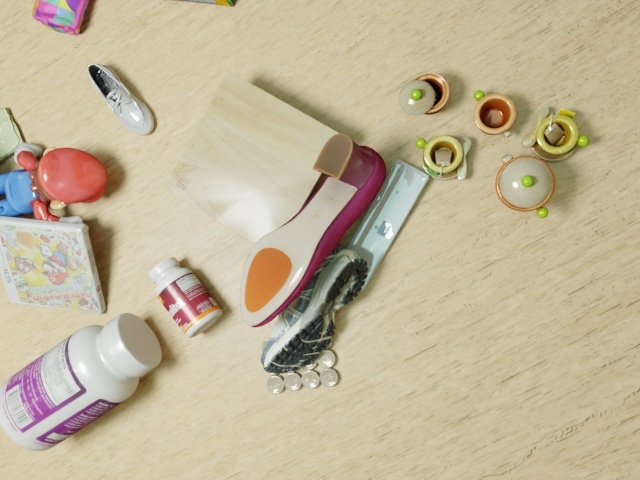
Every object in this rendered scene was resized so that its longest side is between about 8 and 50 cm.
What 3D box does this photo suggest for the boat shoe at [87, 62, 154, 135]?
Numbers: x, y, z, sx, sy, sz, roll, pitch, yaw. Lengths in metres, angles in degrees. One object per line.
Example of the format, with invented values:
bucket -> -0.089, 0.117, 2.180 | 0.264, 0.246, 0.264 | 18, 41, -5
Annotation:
boat shoe -> -0.416, -0.296, 1.219 | 0.066, 0.063, 0.184 | -35, 82, 10

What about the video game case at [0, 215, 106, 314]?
video game case -> -0.569, 0.052, 1.221 | 0.227, 0.026, 0.206 | 5, 119, 12

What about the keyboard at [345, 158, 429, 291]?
keyboard -> 0.112, -0.027, 1.121 | 0.072, 0.014, 0.255 | 31, 99, 9

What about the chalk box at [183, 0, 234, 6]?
chalk box -> -0.252, -0.631, 1.131 | 0.181, 0.179, 0.288 | 12, 91, 13

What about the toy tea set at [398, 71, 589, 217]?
toy tea set -> 0.285, -0.179, 1.033 | 0.336, 0.124, 0.199 | 22, 94, 12

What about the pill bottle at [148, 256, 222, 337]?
pill bottle -> -0.272, 0.111, 1.172 | 0.086, 0.086, 0.152 | -41, 81, 9

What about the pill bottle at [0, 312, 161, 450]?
pill bottle -> -0.473, 0.274, 1.173 | 0.302, 0.169, 0.169 | -33, 83, 10

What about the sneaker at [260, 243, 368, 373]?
sneaker -> -0.027, 0.125, 1.119 | 0.283, 0.110, 0.122 | -54, 48, 7

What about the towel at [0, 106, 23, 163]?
towel -> -0.732, -0.218, 1.307 | 0.148, 0.027, 0.110 | -31, 82, 10

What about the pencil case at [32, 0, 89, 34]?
pencil case -> -0.519, -0.552, 1.229 | 0.105, 0.104, 0.236 | 22, 95, 12

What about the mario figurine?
mario figurine -> -0.573, -0.103, 1.245 | 0.321, 0.170, 0.198 | -11, 123, 22

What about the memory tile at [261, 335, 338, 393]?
memory tile -> -0.041, 0.238, 1.158 | 0.148, 0.012, 0.113 | -10, 87, 13

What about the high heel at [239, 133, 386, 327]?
high heel -> 0.000, 0.000, 1.061 | 0.127, 0.181, 0.377 | 38, 98, 31

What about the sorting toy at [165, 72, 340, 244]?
sorting toy -> -0.121, -0.145, 1.140 | 0.257, 0.089, 0.255 | 32, 96, 11
